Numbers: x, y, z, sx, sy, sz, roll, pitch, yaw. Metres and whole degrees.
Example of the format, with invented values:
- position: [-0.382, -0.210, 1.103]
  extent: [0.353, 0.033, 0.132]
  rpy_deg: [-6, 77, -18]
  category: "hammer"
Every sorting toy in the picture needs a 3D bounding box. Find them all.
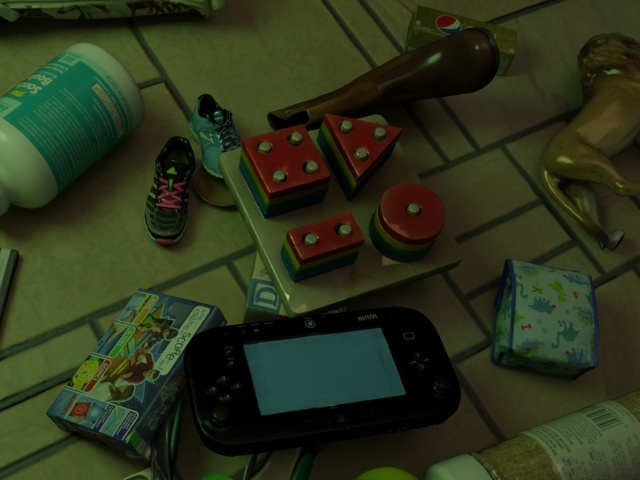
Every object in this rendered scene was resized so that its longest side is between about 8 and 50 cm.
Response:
- position: [0.033, -0.057, 1.144]
  extent: [0.256, 0.089, 0.257]
  rpy_deg: [-17, 64, -22]
  category: "sorting toy"

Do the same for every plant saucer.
- position: [-0.144, -0.082, 1.268]
  extent: [0.084, 0.015, 0.083]
  rpy_deg: [6, 58, -9]
  category: "plant saucer"

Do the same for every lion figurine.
- position: [0.454, -0.173, 1.386]
  extent: [0.240, 0.142, 0.392]
  rpy_deg: [35, 62, 18]
  category: "lion figurine"

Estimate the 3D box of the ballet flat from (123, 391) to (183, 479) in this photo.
- position: [-0.197, 0.266, 1.016]
  extent: [0.074, 0.074, 0.203]
  rpy_deg: [2, 61, -11]
  category: "ballet flat"

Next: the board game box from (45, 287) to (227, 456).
- position: [-0.222, 0.154, 1.059]
  extent: [0.136, 0.035, 0.201]
  rpy_deg: [10, 52, 32]
  category: "board game box"

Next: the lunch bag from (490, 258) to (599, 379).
- position: [0.313, 0.105, 1.209]
  extent: [0.129, 0.096, 0.151]
  rpy_deg: [12, 67, -5]
  category: "lunch bag"

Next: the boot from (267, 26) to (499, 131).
- position: [0.089, -0.231, 1.272]
  extent: [0.281, 0.264, 0.096]
  rpy_deg: [-21, 105, -29]
  category: "boot"

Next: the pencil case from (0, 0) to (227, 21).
- position: [-0.359, -0.413, 1.336]
  extent: [0.411, 0.160, 0.183]
  rpy_deg: [-7, 62, -16]
  category: "pencil case"

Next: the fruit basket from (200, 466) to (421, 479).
- position: [0.012, 0.387, 0.880]
  extent: [0.392, 0.392, 0.282]
  rpy_deg: [15, 91, -3]
  category: "fruit basket"

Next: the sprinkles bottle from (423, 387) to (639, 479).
- position: [0.308, 0.283, 1.084]
  extent: [0.356, 0.121, 0.121]
  rpy_deg: [-15, 64, -20]
  category: "sprinkles bottle"

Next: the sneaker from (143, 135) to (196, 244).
- position: [-0.210, -0.077, 1.216]
  extent: [0.063, 0.074, 0.170]
  rpy_deg: [10, 58, -7]
  category: "sneaker"

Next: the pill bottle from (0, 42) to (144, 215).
- position: [-0.376, -0.143, 1.177]
  extent: [0.146, 0.146, 0.264]
  rpy_deg: [35, 58, 10]
  category: "pill bottle"

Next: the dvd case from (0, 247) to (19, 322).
- position: [-0.513, 0.070, 1.095]
  extent: [0.221, 0.018, 0.164]
  rpy_deg: [8, 58, -8]
  category: "dvd case"

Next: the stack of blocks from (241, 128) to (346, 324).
- position: [0.000, 0.000, 1.208]
  extent: [0.171, 0.087, 0.297]
  rpy_deg: [13, 57, -5]
  category: "stack of blocks"

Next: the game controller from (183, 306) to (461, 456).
- position: [0.002, 0.160, 1.025]
  extent: [0.319, 0.067, 0.166]
  rpy_deg: [-5, 57, -17]
  category: "game controller"

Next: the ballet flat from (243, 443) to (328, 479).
- position: [-0.032, 0.244, 1.064]
  extent: [0.086, 0.086, 0.248]
  rpy_deg: [30, 59, 6]
  category: "ballet flat"

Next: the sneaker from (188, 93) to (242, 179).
- position: [-0.149, -0.153, 1.261]
  extent: [0.063, 0.073, 0.162]
  rpy_deg: [-18, 53, -26]
  category: "sneaker"

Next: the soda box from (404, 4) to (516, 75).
- position: [0.241, -0.343, 1.486]
  extent: [0.181, 0.058, 0.061]
  rpy_deg: [14, 57, -4]
  category: "soda box"
